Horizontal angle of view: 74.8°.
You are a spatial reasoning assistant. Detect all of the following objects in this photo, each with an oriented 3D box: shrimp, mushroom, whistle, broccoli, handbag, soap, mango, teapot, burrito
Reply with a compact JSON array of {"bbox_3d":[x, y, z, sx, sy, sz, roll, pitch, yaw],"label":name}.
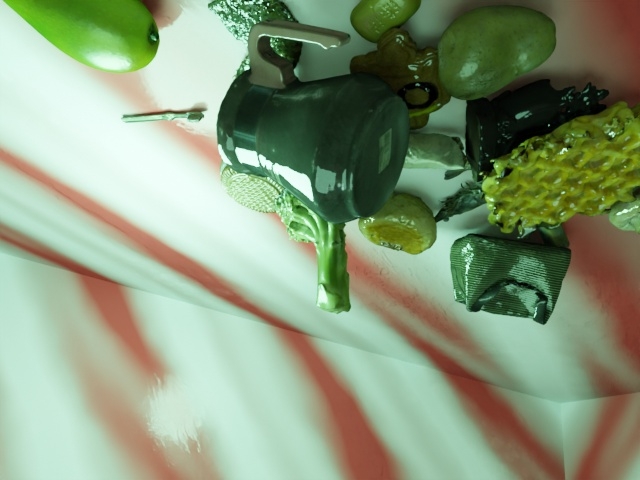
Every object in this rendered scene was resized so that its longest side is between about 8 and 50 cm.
[{"bbox_3d":[0.391,-0.139,1.177,0.169,0.058,0.296,32,144,-17],"label":"shrimp"},{"bbox_3d":[0.809,-0.071,1.046,0.148,0.112,0.148,3,148,2],"label":"mushroom"},{"bbox_3d":[0.635,-0.068,1.185,0.068,0.057,0.326,-7,146,39],"label":"whistle"},{"bbox_3d":[0.009,-0.009,1.220,0.275,0.353,0.396,-13,100,18],"label":"broccoli"},{"bbox_3d":[0.577,0.116,1.313,0.341,0.240,0.247,8,180,9],"label":"handbag"},{"bbox_3d":[0.119,-0.427,0.780,0.089,0.045,0.140,32,147,-24],"label":"soap"},{"bbox_3d":[-0.509,-0.472,0.864,0.343,0.156,0.192,26,141,-14],"label":"mango"},{"bbox_3d":[-0.027,-0.242,0.871,0.362,0.305,0.376,21,135,26],"label":"teapot"},{"bbox_3d":[0.161,-0.230,1.041,0.392,0.117,0.076,7,136,14],"label":"burrito"}]

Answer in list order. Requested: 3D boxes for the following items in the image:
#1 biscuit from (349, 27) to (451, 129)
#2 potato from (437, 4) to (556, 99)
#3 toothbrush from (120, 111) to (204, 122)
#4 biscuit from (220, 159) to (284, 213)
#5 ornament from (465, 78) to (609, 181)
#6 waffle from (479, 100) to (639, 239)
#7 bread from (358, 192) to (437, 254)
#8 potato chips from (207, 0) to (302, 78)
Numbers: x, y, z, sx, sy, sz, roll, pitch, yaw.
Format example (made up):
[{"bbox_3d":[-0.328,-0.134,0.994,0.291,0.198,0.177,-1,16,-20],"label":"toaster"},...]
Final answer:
[{"bbox_3d":[0.173,-0.326,0.897,0.209,0.041,0.290,4,160,19],"label":"biscuit"},{"bbox_3d":[0.312,-0.340,0.747,0.194,0.157,0.157,-6,146,27],"label":"potato"},{"bbox_3d":[-0.455,-0.350,1.195,0.294,0.028,0.026,7,150,23],"label":"toothbrush"},{"bbox_3d":[-0.199,-0.181,1.325,0.259,0.079,0.259,10,151,6],"label":"biscuit"},{"bbox_3d":[0.459,-0.246,0.916,0.261,0.106,0.251,-9,153,11],"label":"ornament"},{"bbox_3d":[0.562,-0.144,0.952,0.382,0.095,0.380,-20,147,19],"label":"waffle"},{"bbox_3d":[0.246,-0.057,1.302,0.245,0.134,0.244,13,154,6],"label":"bread"},{"bbox_3d":[-0.137,-0.427,0.911,0.202,0.029,0.220,9,149,3],"label":"potato chips"}]
